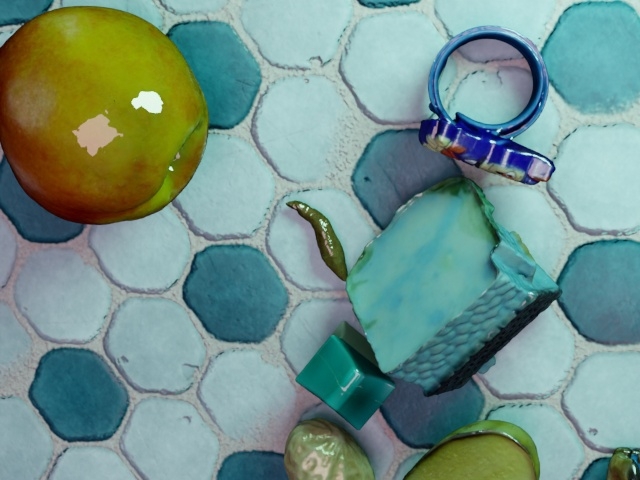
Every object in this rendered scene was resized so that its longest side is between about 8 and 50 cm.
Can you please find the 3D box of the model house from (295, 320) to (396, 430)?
[{"bbox_3d":[0.041,0.212,1.788,0.127,0.149,0.100,38,104,1],"label":"model house"}]

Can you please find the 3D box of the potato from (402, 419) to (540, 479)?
[{"bbox_3d":[0.234,0.367,1.811,0.160,0.111,0.271,42,121,6],"label":"potato"}]

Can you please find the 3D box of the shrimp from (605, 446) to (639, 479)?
[{"bbox_3d":[0.509,0.536,1.785,0.221,0.110,0.445,-15,97,-30],"label":"shrimp"}]

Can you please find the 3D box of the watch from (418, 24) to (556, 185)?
[{"bbox_3d":[0.240,-0.199,1.652,0.196,0.171,0.200,17,95,-6],"label":"watch"}]

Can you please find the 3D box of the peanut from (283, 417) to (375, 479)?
[{"bbox_3d":[0.027,0.421,1.860,0.136,0.120,0.298,-6,105,17],"label":"peanut"}]

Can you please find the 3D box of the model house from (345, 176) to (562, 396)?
[{"bbox_3d":[0.219,0.079,1.724,0.241,0.226,0.261,29,116,-37],"label":"model house"}]

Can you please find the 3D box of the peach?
[{"bbox_3d":[-0.326,-0.184,1.684,0.332,0.308,0.307,34,107,6],"label":"peach"}]

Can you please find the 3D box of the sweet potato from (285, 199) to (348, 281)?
[{"bbox_3d":[0.005,-0.004,1.798,0.041,0.038,0.153,-34,94,-7],"label":"sweet potato"}]
